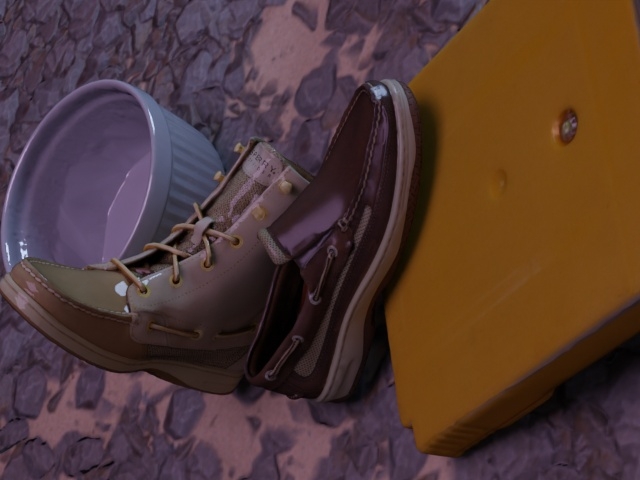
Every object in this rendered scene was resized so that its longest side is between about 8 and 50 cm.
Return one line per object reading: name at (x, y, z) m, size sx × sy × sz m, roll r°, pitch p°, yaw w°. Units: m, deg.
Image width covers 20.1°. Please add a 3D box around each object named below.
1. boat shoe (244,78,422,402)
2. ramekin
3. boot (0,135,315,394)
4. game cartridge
boat shoe at (0.003, 0.003, 1.329) m, size 0.095 × 0.095 × 0.257 m, roll -133°, pitch 53°, yaw -62°
ramekin at (-0.174, -0.025, 1.571) m, size 0.207 × 0.109 × 0.207 m, roll -21°, pitch 59°, yaw 39°
boot at (-0.103, 0.006, 1.375) m, size 0.203 × 0.262 × 0.095 m, roll -54°, pitch 50°, yaw 12°
game cartridge at (0.142, -0.035, 1.242) m, size 0.323 × 0.052 × 0.285 m, roll -44°, pitch 44°, yaw 49°
